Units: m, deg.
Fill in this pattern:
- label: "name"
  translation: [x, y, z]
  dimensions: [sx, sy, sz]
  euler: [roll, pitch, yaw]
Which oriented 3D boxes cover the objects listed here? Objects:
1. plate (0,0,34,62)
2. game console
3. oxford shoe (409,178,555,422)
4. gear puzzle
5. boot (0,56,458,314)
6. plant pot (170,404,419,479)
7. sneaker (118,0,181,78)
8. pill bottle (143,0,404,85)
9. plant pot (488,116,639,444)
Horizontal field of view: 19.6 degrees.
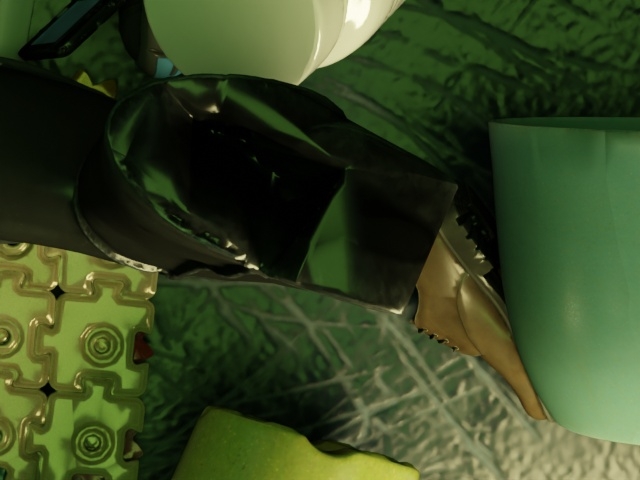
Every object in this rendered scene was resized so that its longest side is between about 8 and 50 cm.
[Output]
- label: "plate"
  translation: [-0.363, -0.178, 1.439]
  dimensions: [0.277, 0.045, 0.278]
  euler: [9, 98, -9]
- label: "game console"
  translation: [-0.195, -0.197, 1.410]
  dimensions: [0.107, 0.122, 0.071]
  euler: [-45, 109, -14]
- label: "oxford shoe"
  translation: [0.129, 0.061, 1.527]
  dimensions: [0.096, 0.083, 0.227]
  euler: [-26, 106, 24]
- label: "gear puzzle"
  translation: [-0.216, 0.031, 1.486]
  dimensions: [0.175, 0.044, 0.339]
  euler: [5, 94, -13]
- label: "boot"
  translation: [-0.147, -0.045, 1.241]
  dimensions: [0.367, 0.445, 0.146]
  euler: [10, 92, -14]
- label: "plant pot"
  translation: [-0.041, 0.272, 1.451]
  dimensions: [0.276, 0.276, 0.254]
  euler: [18, 85, -9]
- label: "sneaker"
  translation: [-0.125, -0.297, 1.428]
  dimensions: [0.139, 0.125, 0.341]
  euler: [17, 111, 30]
- label: "pill bottle"
  translation: [-0.004, -0.221, 1.341]
  dimensions: [0.160, 0.283, 0.160]
  euler: [13, 124, 20]
- label: "plant pot"
  translation: [0.270, 0.027, 1.415]
  dimensions: [0.293, 0.293, 0.235]
  euler: [1, 96, -7]
